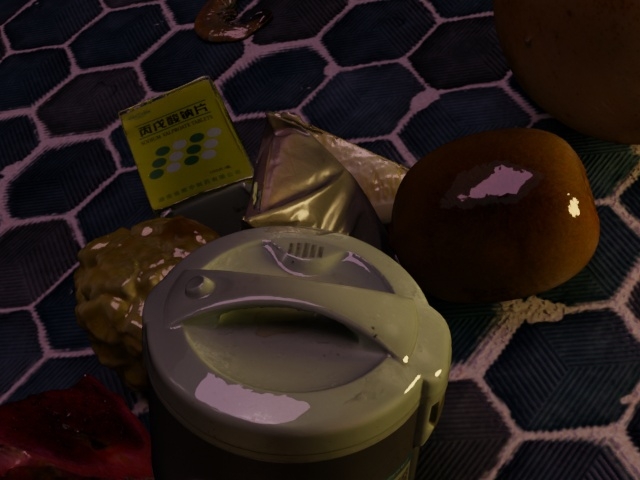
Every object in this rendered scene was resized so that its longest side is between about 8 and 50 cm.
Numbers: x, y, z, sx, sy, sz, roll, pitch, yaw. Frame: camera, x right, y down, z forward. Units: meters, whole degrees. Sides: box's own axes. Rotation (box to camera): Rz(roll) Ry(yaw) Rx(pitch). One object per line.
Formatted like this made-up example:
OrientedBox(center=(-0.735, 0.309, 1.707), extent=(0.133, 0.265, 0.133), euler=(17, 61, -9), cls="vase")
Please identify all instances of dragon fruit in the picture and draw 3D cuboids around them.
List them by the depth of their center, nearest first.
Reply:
OrientedBox(center=(-0.255, 0.253, 1.331), extent=(0.211, 0.134, 0.262), euler=(25, 11, 18), cls="dragon fruit")

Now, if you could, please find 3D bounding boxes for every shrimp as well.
OrientedBox(center=(-0.127, -0.377, 2.061), extent=(0.124, 0.034, 0.178), euler=(8, 49, 23), cls="shrimp")

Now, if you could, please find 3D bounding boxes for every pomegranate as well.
OrientedBox(center=(0.411, -0.291, 1.536), extent=(0.416, 0.417, 0.417), euler=(-10, 42, 9), cls="pomegranate")

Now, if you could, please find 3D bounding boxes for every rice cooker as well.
OrientedBox(center=(-0.028, 0.146, 1.237), extent=(0.288, 0.277, 0.288), euler=(4, 42, -3), cls="rice cooker")

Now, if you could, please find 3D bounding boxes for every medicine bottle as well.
OrientedBox(center=(-0.154, -0.081, 1.667), extent=(0.137, 0.141, 0.250), euler=(-25, 41, -3), cls="medicine bottle")

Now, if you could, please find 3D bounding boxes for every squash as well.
OrientedBox(center=(0.075, -0.099, 1.626), extent=(0.252, 0.093, 0.169), euler=(-9, 86, 10), cls="squash")

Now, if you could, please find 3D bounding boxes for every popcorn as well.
OrientedBox(center=(-0.165, 0.068, 1.474), extent=(0.235, 0.181, 0.217), euler=(25, 54, 32), cls="popcorn")

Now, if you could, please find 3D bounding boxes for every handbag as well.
OrientedBox(center=(0.000, 0.000, 1.447), extent=(0.117, 0.270, 0.183), euler=(-17, 44, 29), cls="handbag")

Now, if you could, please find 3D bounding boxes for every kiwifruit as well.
OrientedBox(center=(0.190, -0.025, 1.444), extent=(0.234, 0.196, 0.196), euler=(-16, 41, 8), cls="kiwifruit")
